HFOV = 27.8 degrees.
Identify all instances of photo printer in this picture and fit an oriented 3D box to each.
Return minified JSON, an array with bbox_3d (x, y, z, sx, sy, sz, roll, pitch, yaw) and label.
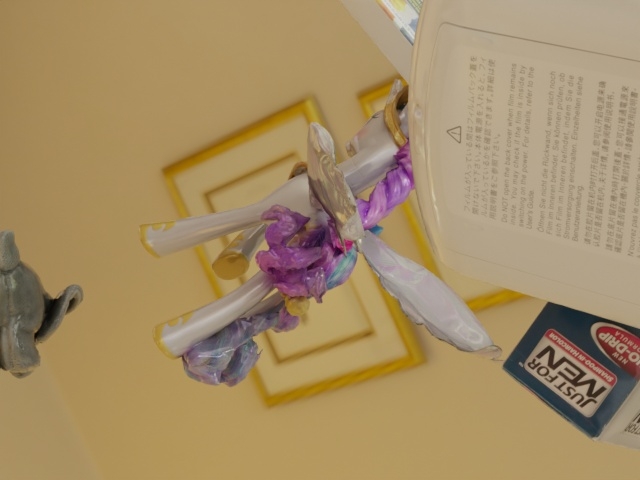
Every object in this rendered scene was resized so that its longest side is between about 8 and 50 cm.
[{"bbox_3d":[0.199,-0.069,0.863,0.307,0.256,0.107,16,-148,30],"label":"photo printer"}]

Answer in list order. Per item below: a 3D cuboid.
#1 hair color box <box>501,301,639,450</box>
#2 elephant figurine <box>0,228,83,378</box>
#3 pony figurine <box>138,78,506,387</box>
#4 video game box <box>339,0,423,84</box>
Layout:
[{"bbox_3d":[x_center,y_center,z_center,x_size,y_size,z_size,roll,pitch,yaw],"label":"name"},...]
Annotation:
[{"bbox_3d":[0.312,0.004,1.068,0.347,0.105,0.174,-56,149,6],"label":"hair color box"},{"bbox_3d":[-0.394,0.089,1.670,0.186,0.169,0.239,-25,179,13],"label":"elephant figurine"},{"bbox_3d":[0.000,0.000,1.320,0.363,0.303,0.351,-32,-145,10],"label":"pony figurine"},{"bbox_3d":[0.125,-0.239,1.287,0.187,0.205,0.048,-44,-174,-37],"label":"video game box"}]
